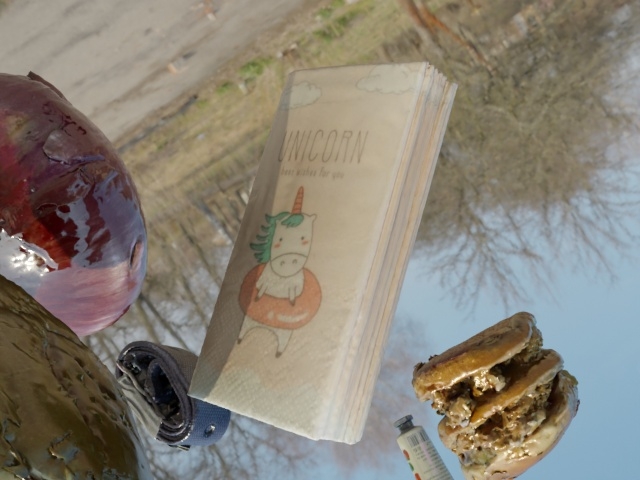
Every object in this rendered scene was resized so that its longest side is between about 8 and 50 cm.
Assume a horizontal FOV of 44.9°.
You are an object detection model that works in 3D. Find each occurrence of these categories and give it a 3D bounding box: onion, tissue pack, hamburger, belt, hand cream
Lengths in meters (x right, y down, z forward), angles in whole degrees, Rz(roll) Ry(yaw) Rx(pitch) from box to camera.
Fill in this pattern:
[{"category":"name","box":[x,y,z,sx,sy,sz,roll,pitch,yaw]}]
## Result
[{"category":"onion","box":[-0.373,-0.017,0.885,0.348,0.347,0.285,-28,-169,41]},{"category":"tissue pack","box":[0.000,0.000,0.687,0.170,0.071,0.325,7,-103,43]},{"category":"hamburger","box":[0.269,0.236,1.187,0.245,0.211,0.260,-29,169,-29]},{"category":"belt","box":[-0.268,0.266,1.355,0.126,0.230,0.139,24,100,-54]},{"category":"hand cream","box":[0.225,0.471,1.507,0.095,0.276,0.059,-15,155,-30]},{"category":"hamburger","box":[-0.222,0.136,0.580,0.134,0.265,0.285,-44,-146,3]}]
